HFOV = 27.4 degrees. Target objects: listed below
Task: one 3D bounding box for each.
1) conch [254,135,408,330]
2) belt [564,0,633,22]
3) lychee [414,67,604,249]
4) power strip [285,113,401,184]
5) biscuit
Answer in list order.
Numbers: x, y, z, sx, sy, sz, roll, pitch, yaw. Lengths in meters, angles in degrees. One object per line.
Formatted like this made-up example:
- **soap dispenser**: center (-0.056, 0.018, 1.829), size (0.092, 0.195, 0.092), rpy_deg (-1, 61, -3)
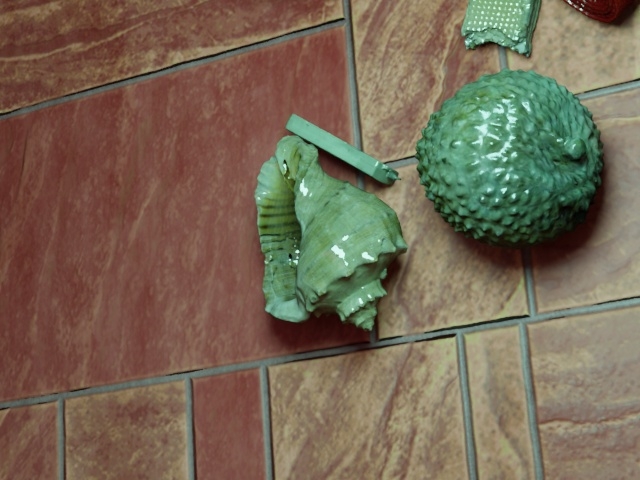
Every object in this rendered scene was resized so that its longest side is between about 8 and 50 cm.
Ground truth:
- **conch**: center (0.008, 0.005, 1.993), size (0.263, 0.186, 0.324), rpy_deg (-37, 49, 33)
- **belt**: center (0.392, -0.423, 1.916), size (0.201, 0.128, 0.124), rpy_deg (42, 76, 15)
- **lychee**: center (0.268, -0.112, 1.863), size (0.274, 0.255, 0.255), rpy_deg (-21, 65, 55)
- **power strip**: center (0.037, -0.140, 2.066), size (0.227, 0.080, 0.029), rpy_deg (31, 95, 30)
- **biscuit**: center (0.292, -0.402, 2.013), size (0.108, 0.062, 0.239), rpy_deg (10, 82, 29)
